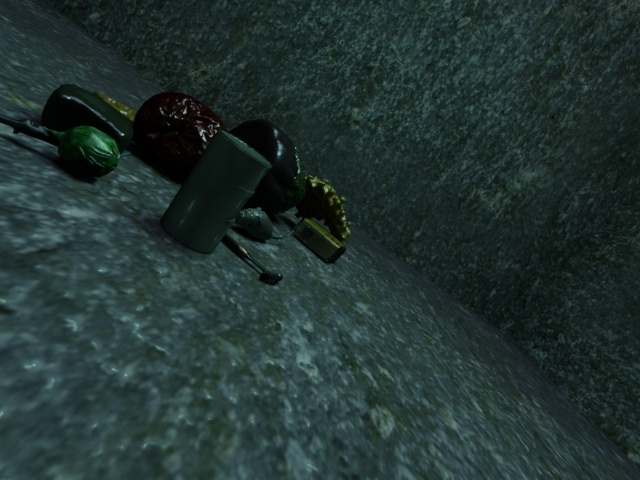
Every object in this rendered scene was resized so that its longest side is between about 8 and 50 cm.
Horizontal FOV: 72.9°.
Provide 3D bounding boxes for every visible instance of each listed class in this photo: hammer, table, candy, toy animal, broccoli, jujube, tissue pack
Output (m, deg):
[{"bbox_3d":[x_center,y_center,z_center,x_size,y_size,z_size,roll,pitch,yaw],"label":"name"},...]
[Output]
[{"bbox_3d":[-0.173,0.030,0.977,0.201,0.021,0.078,38,10,10],"label":"hammer"},{"bbox_3d":[-0.208,-0.098,0.865,0.126,0.219,0.126,36,10,-7],"label":"table"},{"bbox_3d":[-0.513,-0.197,0.737,0.324,0.097,0.097,21,17,-35],"label":"candy"},{"bbox_3d":[-0.142,-0.034,1.215,0.253,0.079,0.070,20,41,-56],"label":"toy animal"},{"bbox_3d":[-0.176,-0.226,1.493,0.308,0.307,0.275,42,40,25],"label":"broccoli"},{"bbox_3d":[-0.383,-0.292,1.196,0.232,0.212,0.213,35,10,-8],"label":"jujube"},{"bbox_3d":[0.000,0.000,1.542,0.169,0.082,0.120,40,7,16],"label":"tissue pack"}]

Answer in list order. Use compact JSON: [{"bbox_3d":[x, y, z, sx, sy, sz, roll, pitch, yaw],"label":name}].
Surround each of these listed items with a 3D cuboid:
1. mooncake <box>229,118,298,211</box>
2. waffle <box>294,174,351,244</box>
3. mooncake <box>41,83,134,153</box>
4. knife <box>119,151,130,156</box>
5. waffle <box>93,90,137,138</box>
[{"bbox_3d":[-0.196,-0.209,1.273,0.283,0.283,0.141,45,8,39],"label":"mooncake"},{"bbox_3d":[-0.001,-0.126,1.611,0.293,0.069,0.259,26,-42,38],"label":"waffle"},{"bbox_3d":[-0.492,-0.246,0.921,0.175,0.104,0.168,40,7,7],"label":"mooncake"},{"bbox_3d":[-0.487,-0.215,1.072,0.014,0.005,0.091,36,9,-13],"label":"knife"},{"bbox_3d":[-0.548,-0.345,1.320,0.168,0.057,0.274,41,11,28],"label":"waffle"}]
